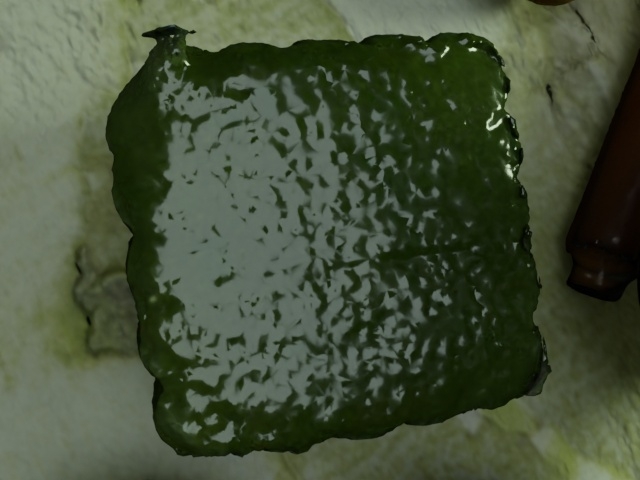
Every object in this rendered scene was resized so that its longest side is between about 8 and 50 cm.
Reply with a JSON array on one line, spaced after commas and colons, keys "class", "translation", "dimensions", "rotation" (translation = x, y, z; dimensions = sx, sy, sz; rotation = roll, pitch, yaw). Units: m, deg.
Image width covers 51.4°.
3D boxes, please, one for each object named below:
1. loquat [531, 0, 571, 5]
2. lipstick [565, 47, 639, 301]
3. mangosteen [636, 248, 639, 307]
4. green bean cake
[{"class": "loquat", "translation": [0.179, -0.254, 0.519], "dimensions": [0.137, 0.113, 0.137], "rotation": [0, 84, 3]}, {"class": "lipstick", "translation": [0.297, -0.149, 0.554], "dimensions": [0.077, 0.077, 0.419], "rotation": [24, 84, -9]}, {"class": "mangosteen", "translation": [0.357, 0.021, 0.418], "dimensions": [0.311, 0.311, 0.311], "rotation": [1, 86, -12]}, {"class": "green bean cake", "translation": [0.000, 0.000, 0.441], "dimensions": [0.249, 0.156, 0.247], "rotation": [-8, 90, -12]}]
